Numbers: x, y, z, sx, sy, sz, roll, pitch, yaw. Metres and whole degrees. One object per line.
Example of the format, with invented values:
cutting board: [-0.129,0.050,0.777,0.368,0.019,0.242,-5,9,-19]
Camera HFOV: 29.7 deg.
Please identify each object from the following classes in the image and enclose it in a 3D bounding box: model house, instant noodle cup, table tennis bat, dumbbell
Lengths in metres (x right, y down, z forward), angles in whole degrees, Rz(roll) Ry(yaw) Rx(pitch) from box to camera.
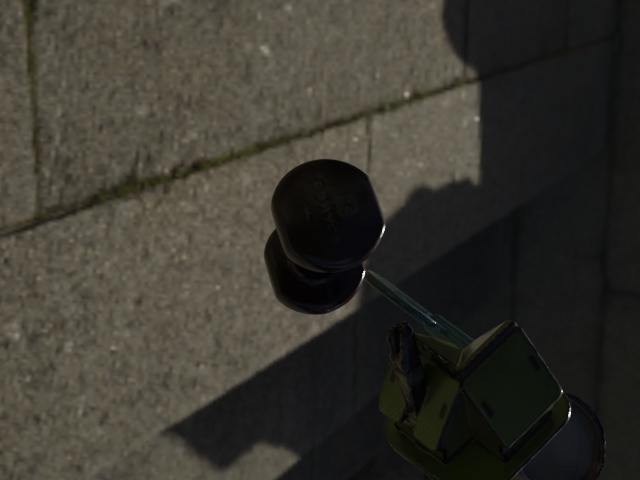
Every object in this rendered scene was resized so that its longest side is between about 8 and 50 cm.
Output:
model house: [0.190,0.163,1.579,0.218,0.205,0.279,-40,138,-22]
instant noodle cup: [0.346,0.343,2.000,0.207,0.217,0.217,150,-43,-68]
table tennis bat: [0.166,0.122,1.960,0.038,0.237,0.149,-53,162,3]
dumbbell: [0.000,0.000,1.491,0.225,0.124,0.140,107,-34,-71]
